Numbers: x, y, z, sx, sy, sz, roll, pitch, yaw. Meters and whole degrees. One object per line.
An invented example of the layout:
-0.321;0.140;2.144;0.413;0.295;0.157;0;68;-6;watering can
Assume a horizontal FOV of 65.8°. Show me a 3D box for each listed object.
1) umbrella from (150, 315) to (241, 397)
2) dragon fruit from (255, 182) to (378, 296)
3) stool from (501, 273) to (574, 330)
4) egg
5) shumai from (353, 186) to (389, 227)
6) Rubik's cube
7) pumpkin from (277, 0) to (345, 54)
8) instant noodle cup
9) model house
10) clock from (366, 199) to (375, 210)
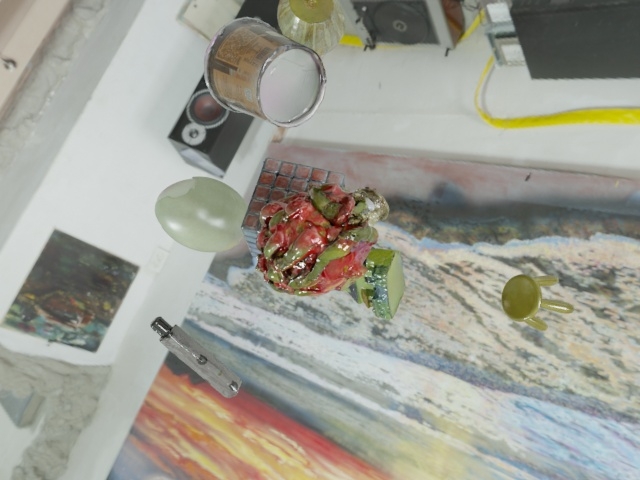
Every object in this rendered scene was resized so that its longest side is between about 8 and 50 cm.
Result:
-0.371;0.348;1.479;0.337;0.067;0.073;46;-167;-17;umbrella
-0.010;0.000;1.042;0.237;0.231;0.303;7;161;-36;dragon fruit
0.501;0.141;1.157;0.110;0.135;0.134;12;180;-24;stool
-0.448;-0.103;1.853;0.336;0.278;0.278;24;171;-34;egg
0.135;-0.082;1.518;0.145;0.116;0.145;24;151;15;shumai
-0.067;-0.062;1.410;0.237;0.238;0.237;15;158;9;Rubik's cube
-0.015;-0.660;1.433;0.217;0.217;0.110;27;175;-16;pumpkin
-0.113;-0.358;1.078;0.207;0.217;0.217;39;-178;43;instant noodle cup
0.140;0.122;1.555;0.211;0.170;0.194;8;136;26;model house
0.041;-0.050;1.233;0.176;0.117;0.080;0;-149;-29;clock
